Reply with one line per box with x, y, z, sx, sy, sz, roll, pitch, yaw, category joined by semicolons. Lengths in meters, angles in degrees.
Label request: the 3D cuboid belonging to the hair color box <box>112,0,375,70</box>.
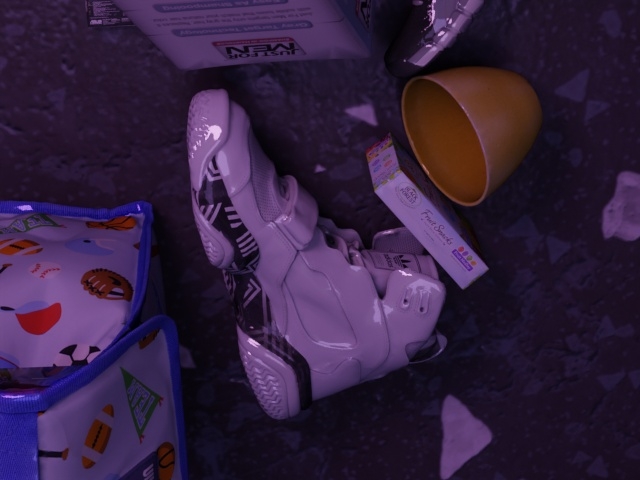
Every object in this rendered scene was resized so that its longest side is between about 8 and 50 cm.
-0.096;-0.263;1.098;0.185;0.114;0.374;-1;162;19;hair color box

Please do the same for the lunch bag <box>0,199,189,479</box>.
-0.240;0.178;1.287;0.238;0.385;0.328;-1;114;-4;lunch bag

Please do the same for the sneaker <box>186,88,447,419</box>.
0.000;0.000;1.367;0.210;0.137;0.366;-15;120;1;sneaker

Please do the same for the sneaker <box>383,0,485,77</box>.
0.106;-0.269;1.284;0.132;0.086;0.229;40;96;-15;sneaker

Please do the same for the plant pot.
0.155;-0.113;1.339;0.095;0.134;0.134;-28;117;-21;plant pot

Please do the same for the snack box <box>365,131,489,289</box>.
0.104;-0.030;1.376;0.037;0.100;0.141;-38;112;13;snack box

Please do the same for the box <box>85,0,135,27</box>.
-0.178;-0.234;1.302;0.083;0.018;0.067;-4;115;-3;box
